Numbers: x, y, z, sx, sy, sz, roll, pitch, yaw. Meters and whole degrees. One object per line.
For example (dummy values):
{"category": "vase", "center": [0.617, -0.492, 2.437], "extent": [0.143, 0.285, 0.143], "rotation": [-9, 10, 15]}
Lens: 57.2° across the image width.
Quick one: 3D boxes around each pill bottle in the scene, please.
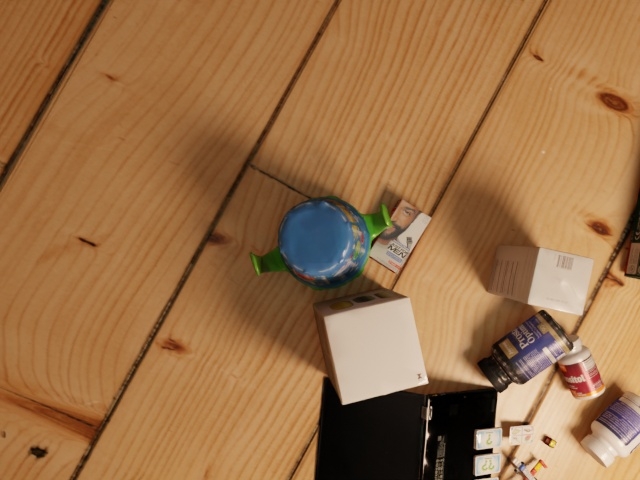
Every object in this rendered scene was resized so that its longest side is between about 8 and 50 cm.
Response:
{"category": "pill bottle", "center": [0.671, 0.329, 1.528], "extent": [0.086, 0.086, 0.152], "rotation": [-24, 92, -5]}
{"category": "pill bottle", "center": [0.514, 0.286, 1.486], "extent": [0.219, 0.123, 0.123], "rotation": [-39, 94, 9]}
{"category": "pill bottle", "center": [0.775, 0.493, 1.525], "extent": [0.186, 0.112, 0.112], "rotation": [-41, 94, -4]}

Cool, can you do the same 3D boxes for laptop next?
{"category": "laptop", "center": [0.224, 0.558, 1.521], "extent": [0.407, 0.236, 0.382], "rotation": [5, 90, -34]}

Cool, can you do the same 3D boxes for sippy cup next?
{"category": "sippy cup", "center": [0.000, 0.000, 1.372], "extent": [0.240, 0.224, 0.306], "rotation": [35, 90, 7]}

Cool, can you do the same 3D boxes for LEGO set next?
{"category": "LEGO set", "center": [0.508, 0.573, 1.508], "extent": [0.244, 0.060, 0.183], "rotation": [2, 92, -20]}

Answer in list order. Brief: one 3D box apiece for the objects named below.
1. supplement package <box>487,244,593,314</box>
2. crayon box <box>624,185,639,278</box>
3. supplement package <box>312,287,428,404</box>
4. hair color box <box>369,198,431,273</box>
{"category": "supplement package", "center": [0.526, 0.089, 1.433], "extent": [0.138, 0.244, 0.134], "rotation": [12, 90, -6]}
{"category": "crayon box", "center": [0.999, -0.051, 1.546], "extent": [0.312, 0.106, 0.363], "rotation": [11, 89, -8]}
{"category": "supplement package", "center": [0.107, 0.235, 1.385], "extent": [0.199, 0.262, 0.198], "rotation": [-12, 92, -6]}
{"category": "hair color box", "center": [0.197, -0.010, 1.498], "extent": [0.093, 0.053, 0.167], "rotation": [32, 86, -4]}
